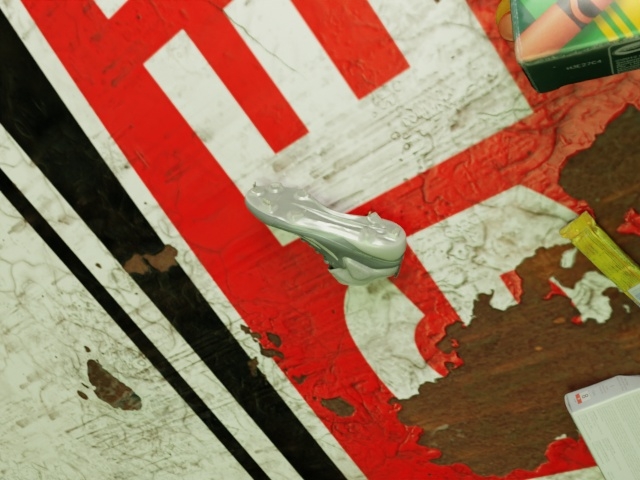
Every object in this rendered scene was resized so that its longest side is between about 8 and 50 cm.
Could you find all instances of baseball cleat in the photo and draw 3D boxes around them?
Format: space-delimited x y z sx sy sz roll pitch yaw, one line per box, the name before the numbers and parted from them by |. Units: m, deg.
baseball cleat | 0.000 0.000 0.808 0.205 0.072 0.110 20 133 15

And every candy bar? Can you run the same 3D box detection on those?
candy bar | 0.330 0.033 0.720 0.161 0.018 0.040 41 130 -6

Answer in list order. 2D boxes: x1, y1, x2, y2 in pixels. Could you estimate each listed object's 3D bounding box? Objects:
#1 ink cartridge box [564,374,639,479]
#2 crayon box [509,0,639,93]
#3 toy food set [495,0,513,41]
ink cartridge box | 0.410 0.218 0.802 0.179 0.045 0.145 -27 107 15
crayon box | 0.219 -0.281 0.437 0.202 0.081 0.319 -8 84 26
toy food set | 0.261 -0.220 0.534 0.232 0.104 0.111 4 122 21
